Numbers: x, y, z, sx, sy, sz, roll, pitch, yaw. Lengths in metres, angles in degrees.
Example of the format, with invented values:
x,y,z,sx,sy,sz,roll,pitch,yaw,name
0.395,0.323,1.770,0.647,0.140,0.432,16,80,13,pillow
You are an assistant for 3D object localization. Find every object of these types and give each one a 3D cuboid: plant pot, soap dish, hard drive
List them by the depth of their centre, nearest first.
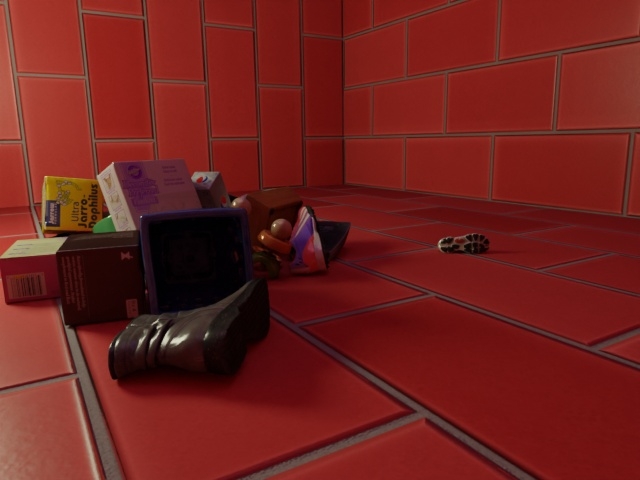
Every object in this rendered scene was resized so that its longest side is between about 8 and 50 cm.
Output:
x,y,z,sx,sy,sz,roll,pitch,yaw,name
-0.300,0.045,1.180,0.235,0.236,0.212,-6,5,-24,plant pot
0.000,0.000,1.697,0.171,0.054,0.255,3,24,18,hard drive
-0.177,-0.056,1.706,0.118,0.229,0.290,21,18,19,soap dish

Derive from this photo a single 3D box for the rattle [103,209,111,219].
x,y,z,sx,sy,sz,roll,pitch,yaw,name
-0.832,-0.040,2.100,0.130,0.143,0.200,-36,-27,-6,rattle

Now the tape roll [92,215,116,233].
x,y,z,sx,sy,sz,roll,pitch,yaw,name
-0.554,-0.029,1.614,0.320,0.077,0.321,-16,-9,-3,tape roll

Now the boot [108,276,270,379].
x,y,z,sx,sy,sz,roll,pitch,yaw,name
-0.228,0.149,0.939,0.222,0.118,0.338,-4,6,11,boot

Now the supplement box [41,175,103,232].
x,y,z,sx,sy,sz,roll,pitch,yaw,name
-0.966,-0.125,1.946,0.195,0.195,0.356,1,-1,-30,supplement box

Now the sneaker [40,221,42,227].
x,y,z,sx,sy,sz,roll,pitch,yaw,name
-1.101,-0.070,2.175,0.234,0.078,0.106,1,9,-3,sneaker

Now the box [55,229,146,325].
x,y,z,sx,sy,sz,roll,pitch,yaw,name
-0.496,0.077,1.158,0.166,0.169,0.203,-4,11,-18,box

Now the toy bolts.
x,y,z,sx,sy,sz,roll,pitch,yaw,name
-0.184,-0.022,1.462,0.228,0.159,0.218,27,7,0,toy bolts

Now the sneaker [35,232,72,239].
x,y,z,sx,sy,sz,roll,pitch,yaw,name
-0.987,0.013,1.832,0.170,0.051,0.089,-14,17,-34,sneaker

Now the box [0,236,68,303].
x,y,z,sx,sy,sz,roll,pitch,yaw,name
-0.713,0.068,1.353,0.213,0.118,0.243,-6,13,-21,box

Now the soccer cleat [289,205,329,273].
x,y,z,sx,sy,sz,roll,pitch,yaw,name
-0.055,-0.008,1.547,0.116,0.109,0.318,-15,35,-1,soccer cleat

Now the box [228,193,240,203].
x,y,z,sx,sy,sz,roll,pitch,yaw,name
-0.514,-0.139,1.938,0.342,0.179,0.312,18,-1,-30,box

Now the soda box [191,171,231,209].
x,y,z,sx,sy,sz,roll,pitch,yaw,name
-0.342,-0.082,1.634,0.091,0.287,0.098,1,43,15,soda box

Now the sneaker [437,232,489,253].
x,y,z,sx,sy,sz,roll,pitch,yaw,name
0.484,0.007,1.702,0.169,0.069,0.071,1,6,12,sneaker

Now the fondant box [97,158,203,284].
x,y,z,sx,sy,sz,roll,pitch,yaw,name
-0.447,-0.058,1.415,0.096,0.331,0.238,-26,-6,37,fondant box
